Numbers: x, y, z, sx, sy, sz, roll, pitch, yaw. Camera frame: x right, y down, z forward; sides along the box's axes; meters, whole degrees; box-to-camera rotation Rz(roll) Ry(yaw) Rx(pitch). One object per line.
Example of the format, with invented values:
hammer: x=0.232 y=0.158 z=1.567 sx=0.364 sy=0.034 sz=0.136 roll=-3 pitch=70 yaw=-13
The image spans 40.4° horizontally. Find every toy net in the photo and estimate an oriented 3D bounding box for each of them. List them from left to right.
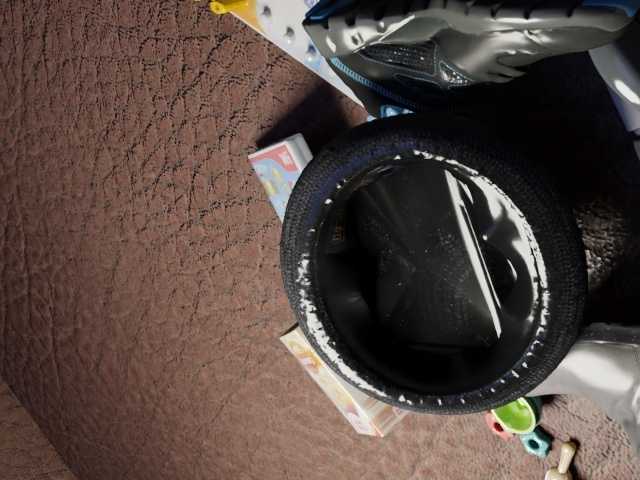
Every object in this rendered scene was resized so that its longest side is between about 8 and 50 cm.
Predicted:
toy net: x=0.271 y=0.276 z=1.100 sx=0.122 sy=0.045 sz=0.232 roll=-23 pitch=99 yaw=52

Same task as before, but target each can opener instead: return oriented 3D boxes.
can opener: x=0.304 y=-0.076 z=0.763 sx=0.076 sy=0.095 sz=0.284 roll=-24 pitch=91 yaw=53

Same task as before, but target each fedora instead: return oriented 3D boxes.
fedora: x=0.120 y=0.011 z=0.901 sx=0.333 sy=0.152 sz=0.334 roll=7 pitch=119 yaw=13

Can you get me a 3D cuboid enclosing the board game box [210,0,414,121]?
board game box: x=0.014 y=-0.339 z=0.930 sx=0.390 sy=0.050 sz=0.390 roll=39 pitch=140 yaw=22

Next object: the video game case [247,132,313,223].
video game case: x=0.000 y=0.000 z=1.157 sx=0.285 sy=0.025 sz=0.204 roll=63 pitch=164 yaw=-8

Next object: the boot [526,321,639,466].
boot: x=0.315 y=0.188 z=0.850 sx=0.338 sy=0.118 sz=0.223 roll=-25 pitch=65 yaw=54

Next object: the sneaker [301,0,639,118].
sneaker: x=0.140 y=-0.186 z=0.792 sx=0.340 sy=0.125 sz=0.140 roll=9 pitch=140 yaw=48

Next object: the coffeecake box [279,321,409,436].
coffeecake box: x=0.034 y=0.183 z=1.227 sx=0.185 sy=0.068 sz=0.142 roll=50 pitch=165 yaw=1
